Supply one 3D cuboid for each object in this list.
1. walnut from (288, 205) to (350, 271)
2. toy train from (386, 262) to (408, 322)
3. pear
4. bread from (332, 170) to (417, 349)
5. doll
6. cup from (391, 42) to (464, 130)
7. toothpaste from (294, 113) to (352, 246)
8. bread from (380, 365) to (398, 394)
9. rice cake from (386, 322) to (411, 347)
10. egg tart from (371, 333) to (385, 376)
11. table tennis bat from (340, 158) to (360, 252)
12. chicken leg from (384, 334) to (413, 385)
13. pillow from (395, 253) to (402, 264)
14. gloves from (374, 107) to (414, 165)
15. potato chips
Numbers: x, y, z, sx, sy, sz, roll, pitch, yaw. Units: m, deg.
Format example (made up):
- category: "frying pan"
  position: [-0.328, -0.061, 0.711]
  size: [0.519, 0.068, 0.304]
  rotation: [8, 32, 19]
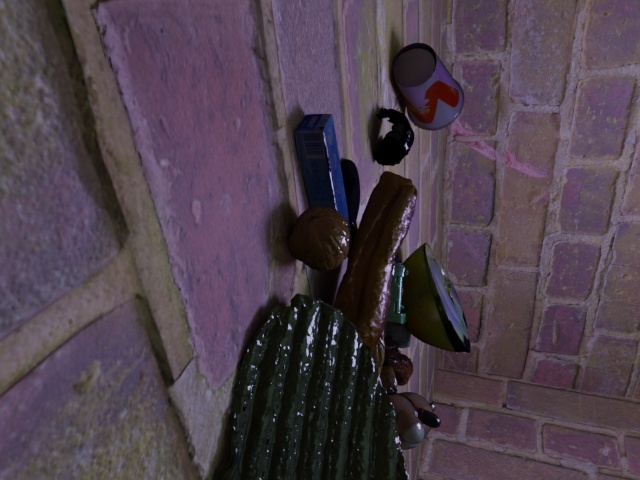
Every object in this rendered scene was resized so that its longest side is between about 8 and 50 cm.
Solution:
- category: "walnut"
  position: [0.000, 0.000, 0.766]
  size: [0.124, 0.105, 0.105]
  rotation: [84, 19, -58]
- category: "toy train"
  position: [0.188, 0.141, 1.316]
  size: [0.071, 0.104, 0.178]
  rotation: [10, 84, -66]
- category: "pear"
  position: [0.359, 0.207, 1.617]
  size: [0.399, 0.165, 0.399]
  rotation: [52, 24, -35]
- category: "bread"
  position: [0.110, 0.050, 0.982]
  size: [0.185, 0.109, 0.380]
  rotation: [87, 21, -67]
- category: "doll"
  position: [0.227, 0.532, 1.408]
  size: [0.174, 0.235, 0.330]
  rotation: [64, 8, 28]
- category: "cup"
  position: [0.326, -0.482, 1.482]
  size: [0.288, 0.203, 0.203]
  rotation: [18, 77, -64]
- category: "toothpaste"
  position: [0.010, -0.085, 0.842]
  size: [0.066, 0.053, 0.272]
  rotation: [-70, 155, -47]
- category: "bread"
  position: [0.206, 0.436, 1.483]
  size: [0.113, 0.060, 0.082]
  rotation: [72, 2, -57]
- category: "rice cake"
  position: [0.282, 0.337, 1.680]
  size: [0.206, 0.069, 0.063]
  rotation: [50, 47, -61]
- category: "egg tart"
  position: [0.116, 0.217, 1.152]
  size: [0.232, 0.098, 0.252]
  rotation: [-66, 157, -57]
- category: "table tennis bat"
  position: [0.065, -0.063, 1.040]
  size: [0.150, 0.027, 0.236]
  rotation: [-58, 146, -50]
- category: "chicken leg"
  position: [0.249, 0.409, 1.588]
  size: [0.113, 0.093, 0.304]
  rotation: [-64, 149, -22]
- category: "pillow"
  position: [0.208, 0.085, 1.439]
  size: [0.091, 0.055, 0.136]
  rotation: [-60, 174, 35]
- category: "gloves"
  position: [0.206, -0.290, 1.267]
  size: [0.129, 0.106, 0.181]
  rotation: [69, 36, -47]
- category: "potato chips"
  position: [0.006, 0.302, 0.714]
  size: [0.358, 0.070, 0.429]
  rotation: [24, 61, -37]
